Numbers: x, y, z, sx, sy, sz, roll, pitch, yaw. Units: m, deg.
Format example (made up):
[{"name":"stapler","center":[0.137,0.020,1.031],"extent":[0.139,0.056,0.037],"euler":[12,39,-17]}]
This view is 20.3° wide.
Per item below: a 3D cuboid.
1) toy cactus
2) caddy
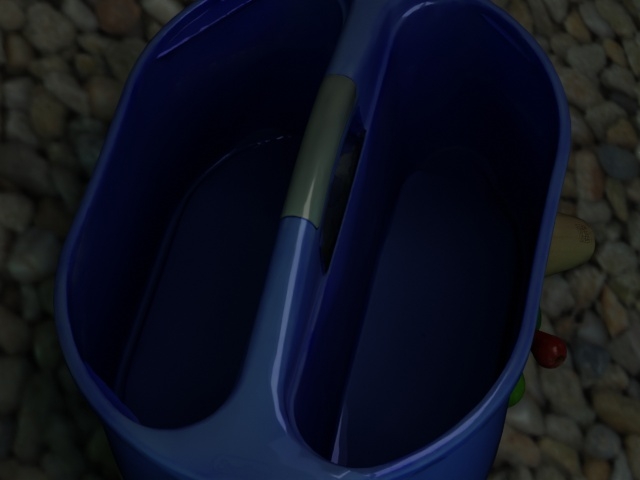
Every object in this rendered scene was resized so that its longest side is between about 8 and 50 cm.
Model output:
[{"name":"toy cactus","center":[0.114,-0.006,1.143],"extent":[0.180,0.112,0.219],"euler":[-2,59,-45]},{"name":"caddy","center":[0.000,0.000,0.944],"extent":[0.241,0.179,0.341],"euler":[10,55,8]}]
